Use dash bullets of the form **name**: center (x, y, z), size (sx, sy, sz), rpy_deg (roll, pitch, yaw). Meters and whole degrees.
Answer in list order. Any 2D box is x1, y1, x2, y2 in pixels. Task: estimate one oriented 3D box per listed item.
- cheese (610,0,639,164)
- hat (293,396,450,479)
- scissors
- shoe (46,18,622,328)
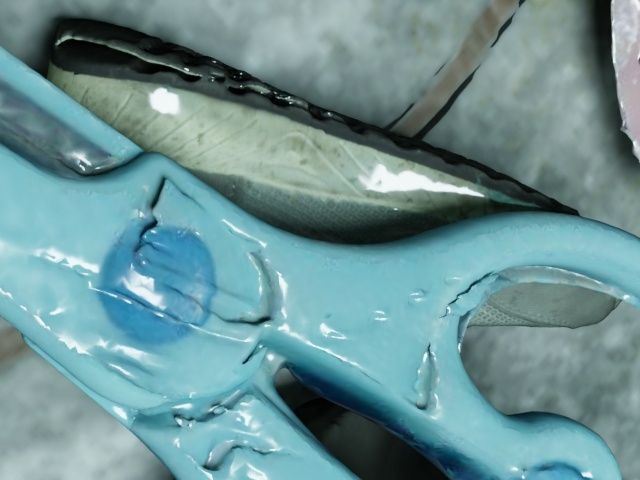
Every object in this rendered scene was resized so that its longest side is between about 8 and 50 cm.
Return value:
- **cheese**: center (0.147, -0.102, 0.550), size (0.286, 0.074, 0.189), rpy_deg (37, 83, -27)
- **hat**: center (-0.003, 0.258, 0.523), size (0.366, 0.257, 0.382), rpy_deg (31, 45, -26)
- **scissors**: center (-0.028, 0.013, 0.417), size (0.393, 0.032, 0.180), rpy_deg (39, 71, -18)
- **shoe**: center (0.001, 0.001, 0.498), size (0.194, 0.074, 0.077), rpy_deg (20, 96, -26)
